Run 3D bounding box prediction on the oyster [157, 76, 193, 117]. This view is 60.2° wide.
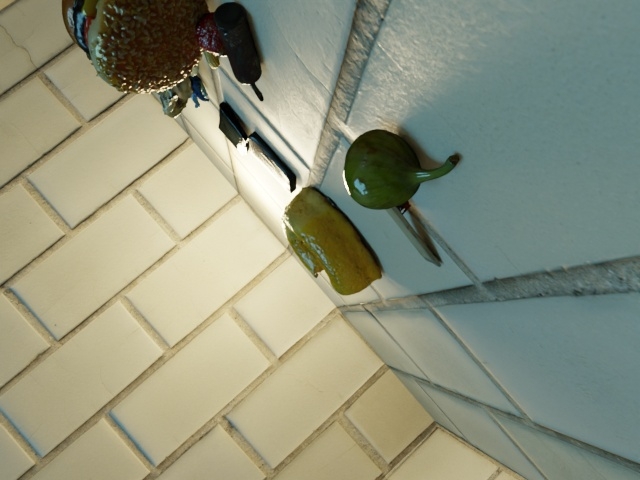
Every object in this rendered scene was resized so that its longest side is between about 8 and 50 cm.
[{"bbox_3d":[-0.531,-0.601,1.909,0.238,0.115,0.351,-19,-80,-77],"label":"oyster"}]

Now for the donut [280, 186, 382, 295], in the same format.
[{"bbox_3d":[0.000,0.000,1.910,0.377,0.163,0.435,55,170,-24],"label":"donut"}]

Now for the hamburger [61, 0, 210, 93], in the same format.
[{"bbox_3d":[-0.444,-0.537,1.359,0.250,0.330,0.330,53,173,22],"label":"hamburger"}]

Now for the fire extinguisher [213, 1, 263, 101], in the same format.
[{"bbox_3d":[-0.181,-0.433,1.306,0.089,0.072,0.267,53,172,18],"label":"fire extinguisher"}]

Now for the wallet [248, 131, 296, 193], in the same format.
[{"bbox_3d":[-0.177,-0.282,1.985,0.250,0.044,0.149,48,167,9],"label":"wallet"}]

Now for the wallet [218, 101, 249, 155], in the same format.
[{"bbox_3d":[-0.334,-0.424,2.141,0.172,0.045,0.318,53,171,-3],"label":"wallet"}]

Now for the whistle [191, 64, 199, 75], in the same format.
[{"bbox_3d":[-0.451,-0.641,1.773,0.062,0.062,0.312,47,171,14],"label":"whistle"}]

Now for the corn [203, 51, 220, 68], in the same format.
[{"bbox_3d":[-0.325,-0.548,1.642,0.037,0.037,0.092,45,167,24],"label":"corn"}]

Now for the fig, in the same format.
[{"bbox_3d":[0.150,-0.125,0.973,0.245,0.149,0.149,7,141,47],"label":"fig"}]

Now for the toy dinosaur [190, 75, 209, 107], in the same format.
[{"bbox_3d":[-0.480,-0.586,2.093,0.329,0.076,0.144,57,167,25],"label":"toy dinosaur"}]

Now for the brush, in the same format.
[{"bbox_3d":[0.189,-0.050,1.226,0.321,0.050,0.060,47,171,-36],"label":"brush"}]

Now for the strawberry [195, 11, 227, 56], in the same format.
[{"bbox_3d":[-0.248,-0.492,1.324,0.106,0.106,0.106,48,170,11],"label":"strawberry"}]
